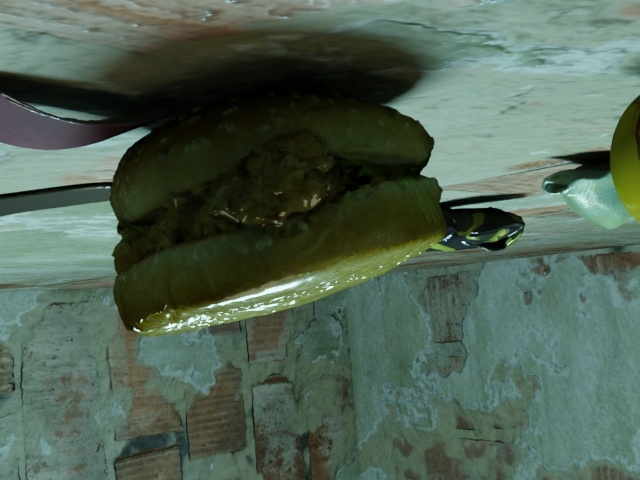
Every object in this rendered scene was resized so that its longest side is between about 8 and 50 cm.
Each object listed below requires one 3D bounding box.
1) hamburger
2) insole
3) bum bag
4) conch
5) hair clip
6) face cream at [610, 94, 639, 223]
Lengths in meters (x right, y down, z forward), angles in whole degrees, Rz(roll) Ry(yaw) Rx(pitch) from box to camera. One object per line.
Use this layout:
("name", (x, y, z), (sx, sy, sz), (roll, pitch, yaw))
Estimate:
("hamburger", (-0.026, -0.022, 0.591), (0.189, 0.122, 0.215), (-10, 174, -25))
("insole", (-0.305, -0.028, 0.922), (0.328, 0.007, 0.111), (-7, 176, 20))
("bum bag", (0.145, -0.012, 1.270), (0.232, 0.060, 0.106), (-6, -175, 39))
("conch", (0.281, -0.045, 0.969), (0.180, 0.065, 0.088), (7, 170, -42))
("hair clip", (-0.138, -0.064, 0.540), (0.054, 0.022, 0.137), (-12, 172, 36))
("face cream", (0.240, -0.062, 0.448), (0.105, 0.105, 0.348), (-4, 176, -6))
